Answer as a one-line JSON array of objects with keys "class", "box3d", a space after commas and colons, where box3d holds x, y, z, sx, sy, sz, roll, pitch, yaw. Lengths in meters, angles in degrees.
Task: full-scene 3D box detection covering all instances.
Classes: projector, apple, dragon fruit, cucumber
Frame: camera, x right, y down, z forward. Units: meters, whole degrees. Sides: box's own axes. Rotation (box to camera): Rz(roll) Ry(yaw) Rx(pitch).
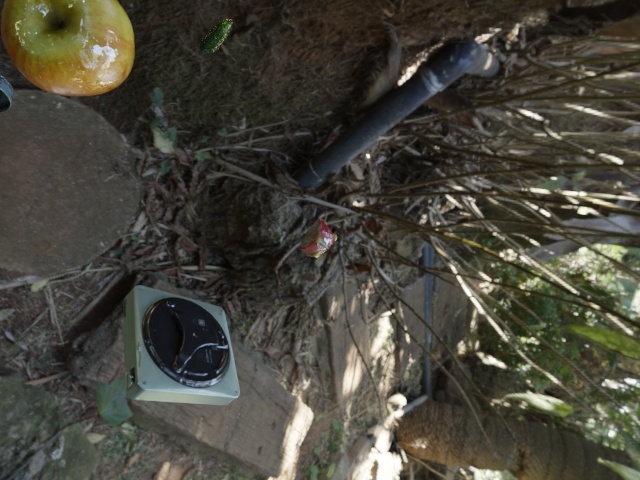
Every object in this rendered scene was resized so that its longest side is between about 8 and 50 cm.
[{"class": "projector", "box3d": [-0.313, 0.239, 0.970, 0.079, 0.257, 0.259, -40, 139, 21]}, {"class": "apple", "box3d": [-0.591, -0.486, 1.006, 0.233, 0.286, 0.285, -139, -119, -82]}, {"class": "dragon fruit", "box3d": [0.000, 0.000, 0.923, 0.056, 0.060, 0.083, 40, 83, -25]}, {"class": "cucumber", "box3d": [-0.370, -0.727, 1.499, 0.069, 0.227, 0.069, 6, 79, -37]}]

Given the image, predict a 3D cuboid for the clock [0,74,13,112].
[{"class": "clock", "box3d": [-1.020, -0.455, 1.212, 0.226, 0.226, 0.048, 35, 55, -54]}]
